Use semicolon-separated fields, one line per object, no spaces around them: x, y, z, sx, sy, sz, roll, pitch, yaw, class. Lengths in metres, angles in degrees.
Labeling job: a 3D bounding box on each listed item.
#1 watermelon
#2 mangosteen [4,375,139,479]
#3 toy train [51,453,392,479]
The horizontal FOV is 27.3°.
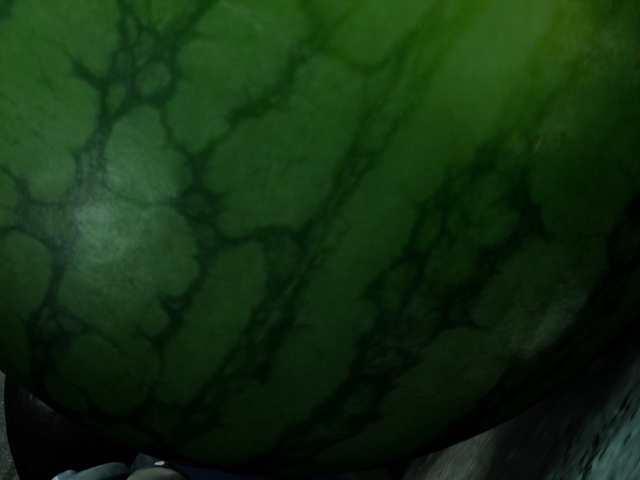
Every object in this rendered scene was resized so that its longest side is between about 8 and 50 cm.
0.000;-0.082;0.506;0.363;0.363;0.363;-57;1;2;watermelon
-0.131;0.158;1.111;0.275;0.275;0.302;-57;-11;-31;mangosteen
-0.095;0.204;0.788;0.202;0.131;0.299;-23;-21;-40;toy train
